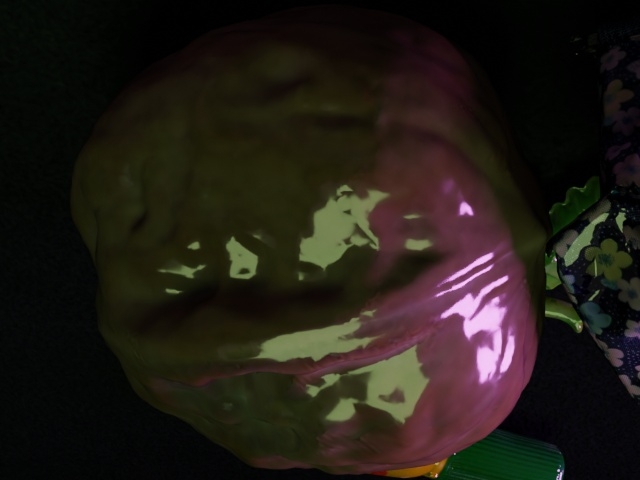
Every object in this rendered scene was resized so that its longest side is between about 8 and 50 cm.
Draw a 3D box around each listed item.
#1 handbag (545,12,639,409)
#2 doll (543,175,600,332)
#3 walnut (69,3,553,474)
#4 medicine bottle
[{"bbox_3d":[0.215,-0.007,0.734,0.127,0.207,0.228,-9,136,34],"label":"handbag"},{"bbox_3d":[0.146,0.014,0.881,0.115,0.050,0.190,27,132,-20],"label":"doll"},{"bbox_3d":[0.000,0.003,0.738,0.273,0.273,0.227,-18,171,23],"label":"walnut"},{"bbox_3d":[0.066,0.151,1.037,0.261,0.064,0.095,15,138,-15],"label":"medicine bottle"}]
